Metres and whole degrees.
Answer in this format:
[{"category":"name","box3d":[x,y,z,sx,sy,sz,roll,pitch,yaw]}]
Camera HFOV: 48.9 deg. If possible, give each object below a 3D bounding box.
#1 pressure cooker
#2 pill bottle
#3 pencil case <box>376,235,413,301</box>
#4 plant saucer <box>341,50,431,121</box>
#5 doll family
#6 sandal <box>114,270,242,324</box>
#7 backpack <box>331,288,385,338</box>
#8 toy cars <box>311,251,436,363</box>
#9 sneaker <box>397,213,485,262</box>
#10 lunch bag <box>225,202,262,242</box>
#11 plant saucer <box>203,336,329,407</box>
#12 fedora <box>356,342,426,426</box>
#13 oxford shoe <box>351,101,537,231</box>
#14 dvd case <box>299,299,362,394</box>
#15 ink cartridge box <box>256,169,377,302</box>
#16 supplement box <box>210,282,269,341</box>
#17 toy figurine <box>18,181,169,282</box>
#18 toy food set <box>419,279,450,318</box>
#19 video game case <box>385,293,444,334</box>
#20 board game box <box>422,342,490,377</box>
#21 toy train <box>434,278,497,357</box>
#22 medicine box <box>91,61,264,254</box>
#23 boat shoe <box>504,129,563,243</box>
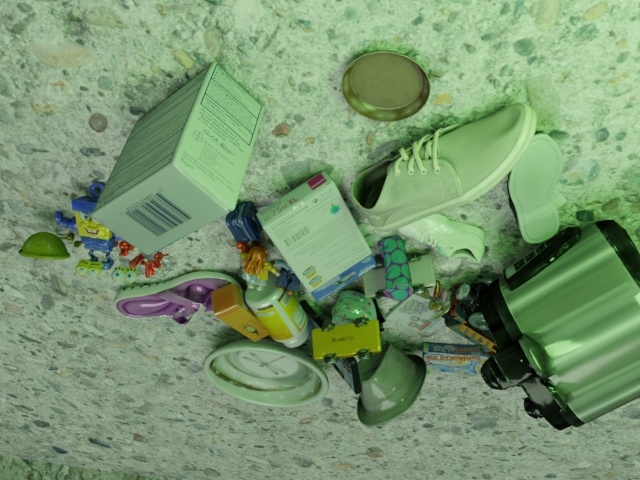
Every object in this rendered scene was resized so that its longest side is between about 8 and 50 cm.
[{"category":"pressure cooker","box3d":[0.539,0.200,1.517,0.420,0.375,0.370,-34,122,18]},{"category":"pill bottle","box3d":[-0.111,0.197,1.927,0.117,0.117,0.215,-9,132,24]},{"category":"pencil case","box3d":[0.177,0.066,1.678,0.070,0.151,0.064,-13,142,13]},{"category":"plant saucer","box3d":[0.123,-0.294,1.326,0.168,0.029,0.168,6,142,4]},{"category":"doll family","box3d":[-0.104,0.069,1.773,0.263,0.118,0.163,11,143,-2]},{"category":"sandal","box3d":[-0.406,0.189,2.010,0.416,0.102,0.169,-12,140,24]},{"category":"backpack","box3d":[0.096,0.218,1.926,0.152,0.115,0.182,5,139,12]},{"category":"toy cars","box3d":[0.141,0.175,1.778,0.393,0.176,0.087,-51,151,7]},{"category":"sneaker","box3d":[0.276,-0.002,1.615,0.212,0.094,0.080,13,144,-3]},{"category":"lunch bag","box3d":[-0.179,-0.046,1.684,0.065,0.067,0.098,-6,139,19]},{"category":"plant saucer","box3d":[-0.166,0.400,2.234,0.400,0.100,0.400,6,143,5]},{"category":"fedora","box3d":[0.180,0.395,2.047,0.244,0.275,0.124,-29,105,32]},{"category":"oxford shoe","box3d":[0.222,-0.145,1.392,0.130,0.169,0.449,34,142,-26]},{"category":"dvd case","box3d":[0.029,0.299,1.978,0.022,0.253,0.180,-31,144,-17]},{"category":"ink cartridge box","box3d":[0.000,0.000,1.641,0.186,0.065,0.311,-33,132,-1]},{"category":"supplement box","box3d":[-0.211,0.203,1.958,0.078,0.080,0.233,-24,145,13]},{"category":"toy figurine","box3d":[-0.564,-0.050,1.755,0.363,0.191,0.217,9,113,12]},{"category":"toy food set","box3d":[0.292,0.135,1.788,0.019,0.122,0.078,5,138,-38]},{"category":"video game case","box3d":[0.278,0.201,1.940,0.143,0.019,0.157,22,142,-15]},{"category":"board game box","box3d":[0.405,0.358,2.100,0.201,0.035,0.136,2,142,11]},{"category":"toy train","box3d":[0.450,0.217,1.833,0.334,0.142,0.190,30,147,-24]},{"category":"medicine box","box3d":[-0.272,-0.157,1.377,0.263,0.289,0.149,-24,129,37]},{"category":"boat shoe","box3d":[0.424,-0.118,1.433,0.114,0.091,0.302,-15,138,0]}]
